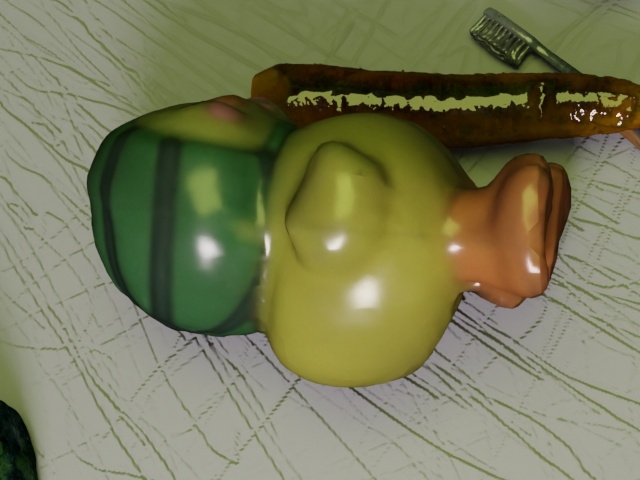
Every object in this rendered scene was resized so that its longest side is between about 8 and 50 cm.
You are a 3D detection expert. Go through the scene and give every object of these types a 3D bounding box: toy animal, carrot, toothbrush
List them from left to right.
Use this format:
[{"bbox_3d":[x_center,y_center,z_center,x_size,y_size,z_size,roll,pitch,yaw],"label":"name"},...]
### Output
[{"bbox_3d":[-0.002,0.003,1.178,0.338,0.216,0.191,9,97,13],"label":"toy animal"},{"bbox_3d":[0.103,-0.099,1.266,0.314,0.066,0.066,1,69,10],"label":"carrot"},{"bbox_3d":[0.238,-0.076,1.267,0.321,0.023,0.031,39,85,20],"label":"toothbrush"}]

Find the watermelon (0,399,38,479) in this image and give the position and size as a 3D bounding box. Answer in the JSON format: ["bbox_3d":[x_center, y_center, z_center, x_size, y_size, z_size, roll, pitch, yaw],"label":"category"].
[{"bbox_3d":[-0.294,0.197,1.161,0.202,0.207,0.136,-51,44,4],"label":"watermelon"}]
